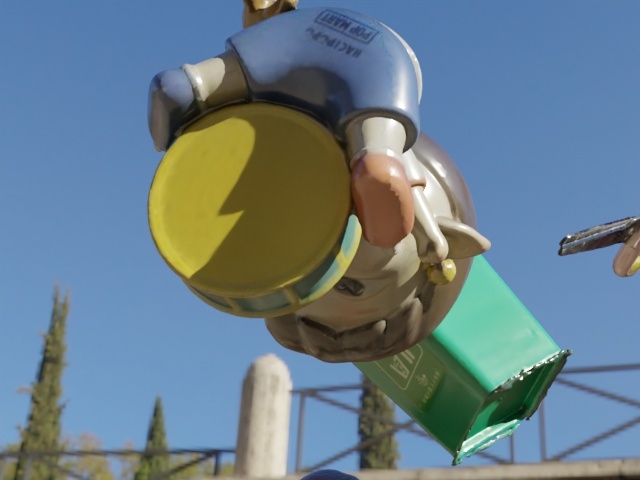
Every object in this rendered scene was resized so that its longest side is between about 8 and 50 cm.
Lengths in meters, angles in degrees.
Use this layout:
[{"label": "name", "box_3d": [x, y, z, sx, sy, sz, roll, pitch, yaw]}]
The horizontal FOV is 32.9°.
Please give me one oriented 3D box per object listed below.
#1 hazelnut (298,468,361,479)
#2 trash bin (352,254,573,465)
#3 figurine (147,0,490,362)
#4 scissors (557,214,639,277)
[{"label": "hazelnut", "box_3d": [0.009, 0.422, 1.672, 0.150, 0.150, 0.150, 3, -31, 2]}, {"label": "trash bin", "box_3d": [0.190, 0.131, 1.729, 0.295, 0.381, 0.259, -22, -34, -34]}, {"label": "figurine", "box_3d": [0.005, -0.008, 0.598, 0.161, 0.158, 0.275, 28, -11, 24]}, {"label": "scissors", "box_3d": [0.319, -0.016, 1.087, 0.317, 0.024, 0.160, -10, -43, -48]}]
